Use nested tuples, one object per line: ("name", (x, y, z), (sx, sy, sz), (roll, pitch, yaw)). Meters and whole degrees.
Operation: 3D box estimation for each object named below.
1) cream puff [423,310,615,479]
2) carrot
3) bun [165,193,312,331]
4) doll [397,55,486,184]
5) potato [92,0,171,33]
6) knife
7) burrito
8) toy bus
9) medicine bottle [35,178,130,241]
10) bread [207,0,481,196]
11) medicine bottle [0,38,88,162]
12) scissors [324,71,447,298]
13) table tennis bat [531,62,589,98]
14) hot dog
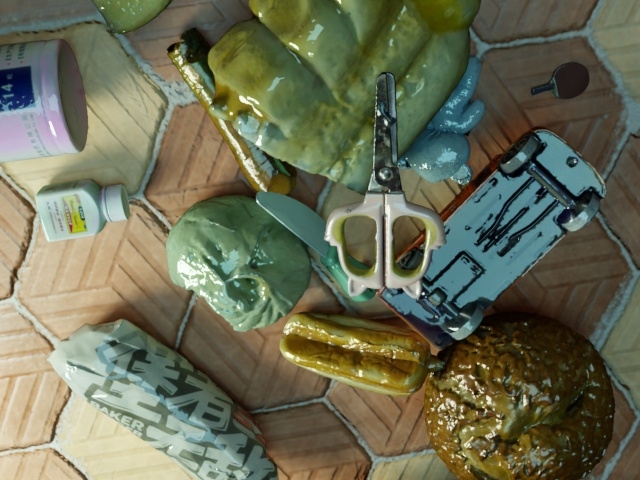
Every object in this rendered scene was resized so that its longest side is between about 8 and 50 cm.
("cream puff", (0.296, 0.254, 1.346), (0.303, 0.212, 0.303), (0, 107, 0))
("carrot", (-0.120, -0.169, 1.241), (0.070, 0.070, 0.260), (-32, 107, 8))
("bun", (-0.117, 0.040, 1.288), (0.213, 0.126, 0.203), (6, 107, -5))
("doll", (0.178, -0.167, 1.267), (0.120, 0.075, 0.179), (18, 89, 30))
("potato", (-0.257, -0.394, 1.131), (0.270, 0.112, 0.255), (1, 115, 10))
("knife", (0.001, -0.001, 1.289), (0.035, 0.063, 0.260), (-9, 137, 42))
("burrito", (-0.204, 0.270, 1.382), (0.445, 0.101, 0.139), (40, 92, -13))
("toy bus", (0.234, -0.012, 1.274), (0.143, 0.153, 0.329), (41, 104, -9))
("medicine bottle", (-0.333, -0.046, 1.281), (0.118, 0.055, 0.074), (-8, 109, -1))
("bread", (0.032, -0.256, 1.140), (0.300, 0.210, 0.341), (15, 119, -44))
("medicine bottle", (-0.447, -0.173, 1.176), (0.254, 0.152, 0.152), (-8, 110, -1))
("scissors", (0.080, -0.060, 1.142), (0.160, 0.024, 0.317), (2, 121, 8))
("table tennis bat", (0.339, -0.222, 1.279), (0.083, 0.007, 0.050), (-16, 111, 1))
("hot dog", (0.061, 0.167, 1.343), (0.249, 0.076, 0.102), (10, 80, 19))
